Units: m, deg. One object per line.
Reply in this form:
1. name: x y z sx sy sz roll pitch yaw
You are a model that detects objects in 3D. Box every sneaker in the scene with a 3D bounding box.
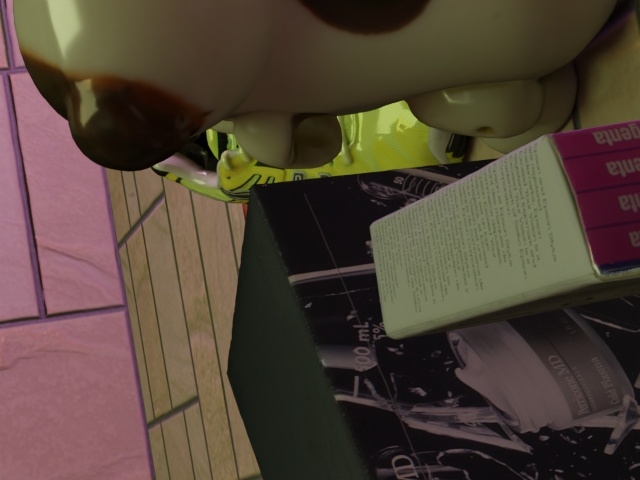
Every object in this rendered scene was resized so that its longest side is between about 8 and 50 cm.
1. sneaker: -0.015 -0.087 1.772 0.385 0.147 0.145 -13 82 52

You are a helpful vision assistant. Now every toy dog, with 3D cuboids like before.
1. toy dog: -0.014 -0.168 1.386 0.395 0.408 0.284 -152 56 -71

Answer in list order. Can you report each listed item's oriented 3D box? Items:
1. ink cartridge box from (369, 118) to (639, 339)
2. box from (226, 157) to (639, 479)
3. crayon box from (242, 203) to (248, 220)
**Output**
1. ink cartridge box: 0.219 -0.028 0.807 0.330 0.324 0.071 152 108 -73
2. box: 0.139 0.123 1.169 0.179 0.313 0.343 98 157 -43
3. crayon box: 0.000 0.000 2.001 0.318 0.081 0.202 140 121 -70
